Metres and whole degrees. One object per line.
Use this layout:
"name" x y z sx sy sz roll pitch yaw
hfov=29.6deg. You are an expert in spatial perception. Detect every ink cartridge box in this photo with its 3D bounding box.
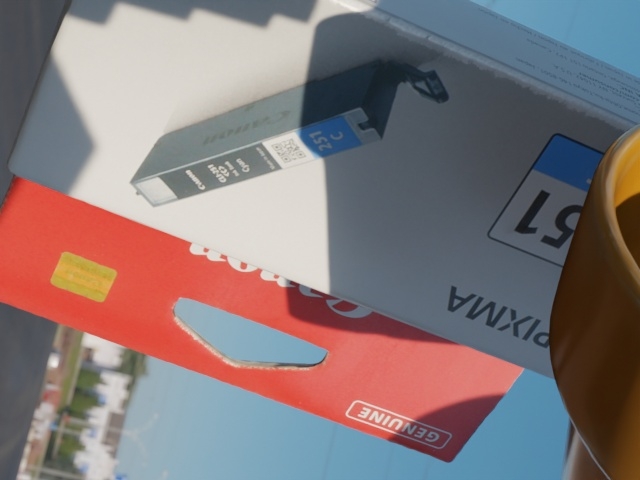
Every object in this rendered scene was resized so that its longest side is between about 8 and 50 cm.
"ink cartridge box" 0.000 0.000 0.574 0.066 0.296 0.261 -88 -157 -55

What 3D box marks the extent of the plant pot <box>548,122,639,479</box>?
"plant pot" 0.159 0.087 0.389 0.205 0.205 0.188 -90 -169 -56
